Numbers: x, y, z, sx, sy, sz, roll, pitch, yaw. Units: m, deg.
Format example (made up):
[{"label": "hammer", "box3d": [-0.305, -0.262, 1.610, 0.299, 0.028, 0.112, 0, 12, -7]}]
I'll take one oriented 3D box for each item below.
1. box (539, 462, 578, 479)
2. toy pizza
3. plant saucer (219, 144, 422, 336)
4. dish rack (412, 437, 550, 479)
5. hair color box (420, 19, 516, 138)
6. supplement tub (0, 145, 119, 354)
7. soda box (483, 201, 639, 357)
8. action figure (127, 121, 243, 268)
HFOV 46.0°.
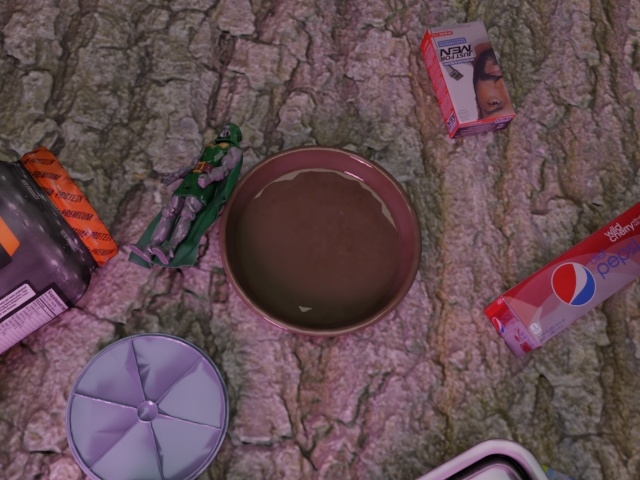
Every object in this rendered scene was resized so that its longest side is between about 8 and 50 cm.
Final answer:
[{"label": "box", "box3d": [0.297, 0.350, 0.947, 0.178, 0.042, 0.109, 23, 70, 3]}, {"label": "toy pizza", "box3d": [-0.215, 0.216, 0.946, 0.201, 0.032, 0.201, 1, 70, -4]}, {"label": "plant saucer", "box3d": [0.000, 0.000, 1.040, 0.278, 0.041, 0.278, 2, 70, -5]}, {"label": "dish rack", "box3d": [0.153, 0.418, 0.868, 0.333, 0.072, 0.285, -29, 75, -3]}, {"label": "hair color box", "box3d": [0.221, -0.245, 1.142, 0.093, 0.053, 0.167, -12, 74, -11]}, {"label": "supplement tub", "box3d": [-0.426, 0.045, 0.892, 0.338, 0.207, 0.207, -37, 78, -17]}, {"label": "soda box", "box3d": [0.358, 0.051, 1.031, 0.263, 0.092, 0.083, -31, 76, -15]}, {"label": "action figure", "box3d": [-0.168, -0.069, 1.022, 0.137, 0.063, 0.232, 5, 55, 37]}]
